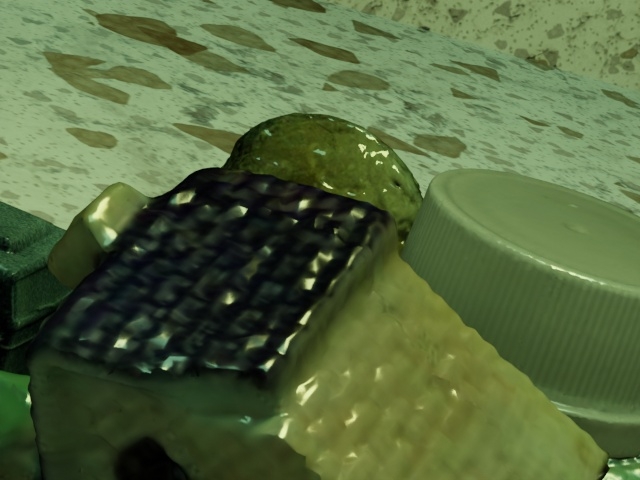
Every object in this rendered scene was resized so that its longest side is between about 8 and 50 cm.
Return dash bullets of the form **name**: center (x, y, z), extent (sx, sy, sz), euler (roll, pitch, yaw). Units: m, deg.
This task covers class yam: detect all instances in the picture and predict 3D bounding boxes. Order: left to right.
- **yam**: center (0.000, 0.000, 1.602), extent (0.195, 0.195, 0.300), euler (20, -2, 5)

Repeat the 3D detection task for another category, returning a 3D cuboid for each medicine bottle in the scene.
- **medicine bottle**: center (0.120, 0.128, 1.261), extent (0.245, 0.306, 0.245), euler (17, 18, -6)

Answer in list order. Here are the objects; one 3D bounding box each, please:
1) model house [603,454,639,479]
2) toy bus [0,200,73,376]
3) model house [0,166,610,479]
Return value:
- **model house**: center (0.198, 0.269, 1.046), extent (0.237, 0.202, 0.237), euler (-4, 50, -22)
- **toy bus**: center (-0.316, 0.029, 1.347), extent (0.275, 0.167, 0.138), euler (23, 18, 11)
- **model house**: center (-0.062, 0.121, 0.961), extent (0.284, 0.298, 0.243), euler (50, 38, -3)
